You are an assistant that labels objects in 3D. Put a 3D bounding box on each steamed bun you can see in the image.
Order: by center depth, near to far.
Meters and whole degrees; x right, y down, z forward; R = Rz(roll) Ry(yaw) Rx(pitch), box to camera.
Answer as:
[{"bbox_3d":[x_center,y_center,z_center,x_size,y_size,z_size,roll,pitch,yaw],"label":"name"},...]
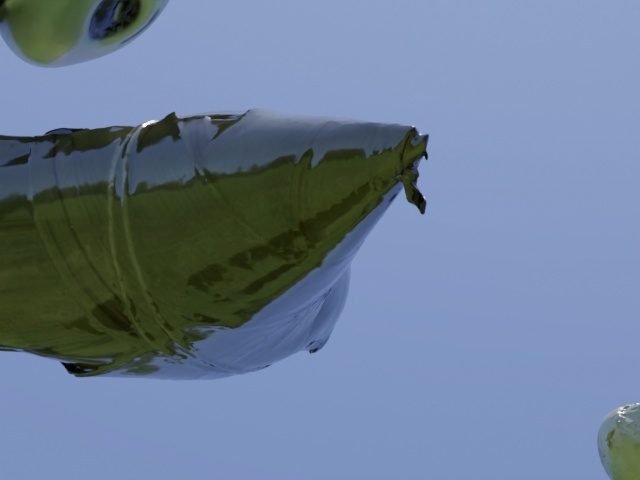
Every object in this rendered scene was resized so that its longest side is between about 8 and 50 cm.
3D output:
[{"bbox_3d":[0.352,0.231,1.590,0.130,0.091,0.112,5,-39,10],"label":"steamed bun"}]

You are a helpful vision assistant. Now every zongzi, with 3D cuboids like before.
[{"bbox_3d":[0.000,0.000,1.106,0.418,0.447,0.181,-11,-99,34],"label":"zongzi"}]

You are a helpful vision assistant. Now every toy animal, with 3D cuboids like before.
[{"bbox_3d":[-0.239,-0.252,1.241,0.267,0.212,0.212,13,-52,-19],"label":"toy animal"}]
